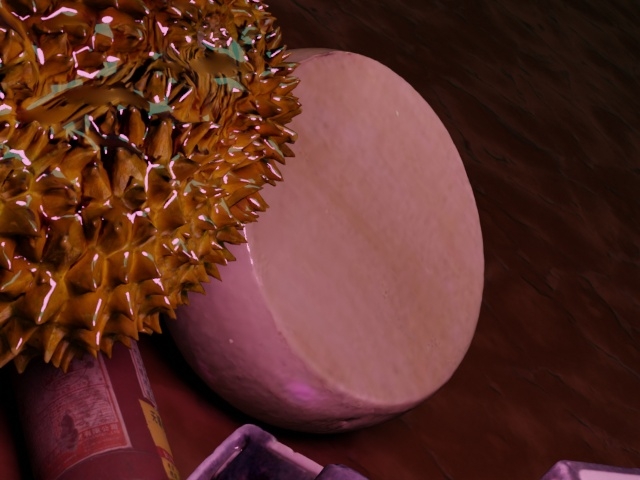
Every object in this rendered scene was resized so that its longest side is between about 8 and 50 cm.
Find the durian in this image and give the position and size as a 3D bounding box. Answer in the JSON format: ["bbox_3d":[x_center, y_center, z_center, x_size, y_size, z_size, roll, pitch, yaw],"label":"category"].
[{"bbox_3d":[-0.149,-0.077,0.831,0.291,0.224,0.291,6,78,-29],"label":"durian"}]

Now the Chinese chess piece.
[{"bbox_3d":[0.000,0.000,1.027,0.250,0.101,0.250,15,70,-45],"label":"Chinese chess piece"}]

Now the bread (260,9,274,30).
[{"bbox_3d":[-0.109,-0.098,1.103,0.143,0.139,0.229,-19,94,-54],"label":"bread"}]

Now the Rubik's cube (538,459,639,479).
[{"bbox_3d":[0.172,0.260,0.831,0.205,0.205,0.207,13,35,-43],"label":"Rubik's cube"}]

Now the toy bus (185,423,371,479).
[{"bbox_3d":[0.049,0.216,0.683,0.305,0.143,0.179,21,-24,47],"label":"toy bus"}]

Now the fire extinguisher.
[{"bbox_3d":[-0.144,0.072,0.866,0.106,0.075,0.252,31,25,-42],"label":"fire extinguisher"}]
